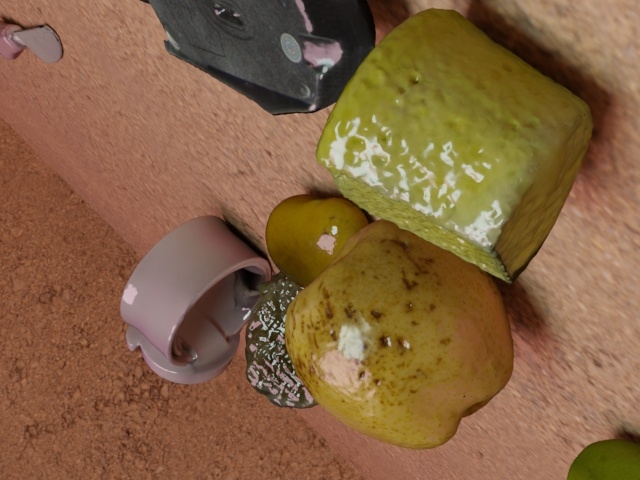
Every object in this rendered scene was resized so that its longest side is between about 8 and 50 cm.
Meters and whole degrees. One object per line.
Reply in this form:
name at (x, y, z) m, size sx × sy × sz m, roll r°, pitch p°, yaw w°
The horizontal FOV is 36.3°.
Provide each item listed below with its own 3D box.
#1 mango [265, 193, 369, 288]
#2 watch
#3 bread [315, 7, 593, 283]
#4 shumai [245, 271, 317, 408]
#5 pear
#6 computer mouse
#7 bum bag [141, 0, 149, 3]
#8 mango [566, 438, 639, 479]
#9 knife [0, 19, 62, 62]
mango at (0.000, 0.000, 0.931) m, size 0.103 × 0.076 × 0.161 m, roll 54°, pitch 158°, yaw -4°
watch at (-0.178, 0.060, 1.417) m, size 0.196 × 0.244 × 0.231 m, roll 38°, pitch 142°, yaw 22°
bread at (0.071, -0.048, 0.496) m, size 0.114 × 0.111 × 0.129 m, roll 36°, pitch -176°, yaw 21°
shumai at (0.005, 0.112, 1.202) m, size 0.184 × 0.184 × 0.142 m, roll 45°, pitch -164°, yaw 7°
pear at (0.064, 0.073, 0.744) m, size 0.178 × 0.178 × 0.178 m, roll 43°, pitch 166°, yaw 14°
computer mouse at (-0.044, -0.158, 0.604) m, size 0.231 × 0.071 × 0.126 m, roll 31°, pitch 149°, yaw 40°
bum bag at (-0.120, -0.238, 0.667) m, size 0.087 × 0.049 × 0.197 m, roll 15°, pitch 148°, yaw 28°
mango at (0.256, 0.217, 0.733) m, size 0.163 × 0.089 × 0.117 m, roll 40°, pitch 165°, yaw 27°
knife at (-0.455, -0.303, 1.516) m, size 0.081 × 0.043 × 0.336 m, roll 48°, pitch 166°, yaw -31°
